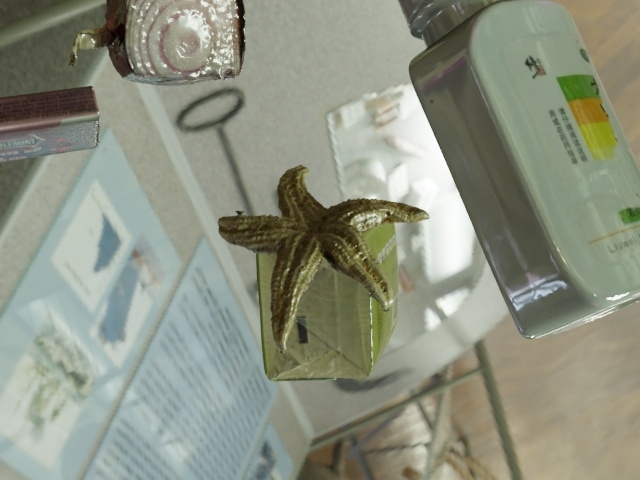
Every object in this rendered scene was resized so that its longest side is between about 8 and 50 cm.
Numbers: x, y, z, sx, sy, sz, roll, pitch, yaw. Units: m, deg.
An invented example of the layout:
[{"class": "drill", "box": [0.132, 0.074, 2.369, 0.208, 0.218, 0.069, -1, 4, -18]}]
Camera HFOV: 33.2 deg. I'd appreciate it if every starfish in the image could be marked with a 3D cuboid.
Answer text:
[{"class": "starfish", "box": [0.000, 0.000, 1.154, 0.235, 0.277, 0.062, 0, 130, 5]}]

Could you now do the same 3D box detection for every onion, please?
[{"class": "onion", "box": [-0.248, -0.366, 1.721, 0.272, 0.230, 0.256, 21, 102, -29]}]

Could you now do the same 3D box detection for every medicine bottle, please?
[{"class": "medicine bottle", "box": [0.156, -0.084, 0.796, 0.161, 0.296, 0.111, -9, 162, -46]}]

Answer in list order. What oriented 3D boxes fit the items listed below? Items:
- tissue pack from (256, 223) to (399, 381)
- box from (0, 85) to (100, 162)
[{"class": "tissue pack", "box": [0.016, 0.069, 1.547, 0.167, 0.200, 0.274, -2, -171, 13]}, {"class": "box", "box": [-0.451, -0.172, 1.634, 0.224, 0.069, 0.120, -10, 160, -15]}]
